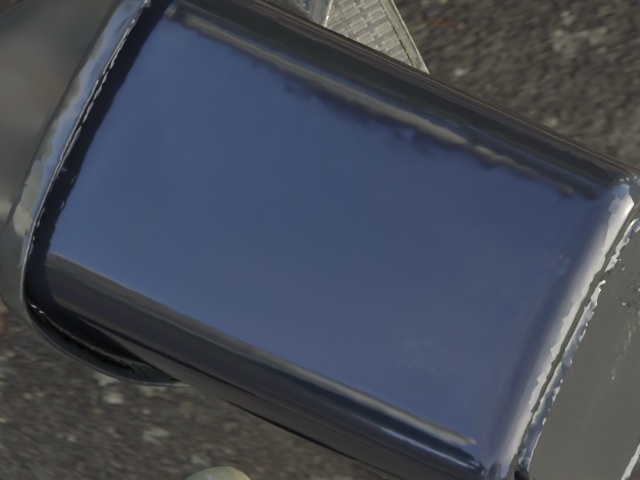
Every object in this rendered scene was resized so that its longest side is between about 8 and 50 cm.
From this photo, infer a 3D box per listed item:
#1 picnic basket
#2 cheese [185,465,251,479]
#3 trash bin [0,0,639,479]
[{"bbox_3d":[0.015,-0.087,1.149,0.079,0.115,0.164,-30,100,-10],"label":"picnic basket"},{"bbox_3d":[-0.052,0.235,1.277,0.048,0.092,0.171,-12,76,-21],"label":"cheese"},{"bbox_3d":[0.000,0.000,0.793,0.290,0.209,0.182,25,85,27],"label":"trash bin"}]
